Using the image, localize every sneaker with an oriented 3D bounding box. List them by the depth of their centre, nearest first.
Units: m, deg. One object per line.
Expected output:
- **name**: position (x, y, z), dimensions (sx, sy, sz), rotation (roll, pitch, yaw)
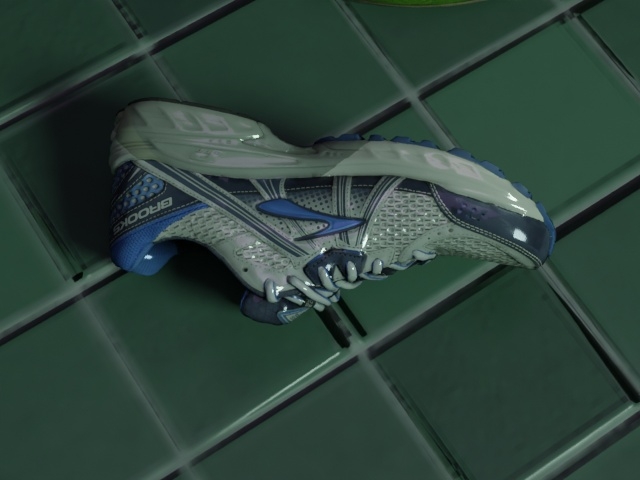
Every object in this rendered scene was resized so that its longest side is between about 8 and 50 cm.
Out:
- **sneaker**: position (0.000, 0.000, 0.348), dimensions (0.135, 0.052, 0.058), rotation (9, 78, 9)

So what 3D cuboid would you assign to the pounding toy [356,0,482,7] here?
- **pounding toy**: position (0.060, -0.183, 0.386), dimensions (0.236, 0.110, 0.183), rotation (-2, 68, -3)
